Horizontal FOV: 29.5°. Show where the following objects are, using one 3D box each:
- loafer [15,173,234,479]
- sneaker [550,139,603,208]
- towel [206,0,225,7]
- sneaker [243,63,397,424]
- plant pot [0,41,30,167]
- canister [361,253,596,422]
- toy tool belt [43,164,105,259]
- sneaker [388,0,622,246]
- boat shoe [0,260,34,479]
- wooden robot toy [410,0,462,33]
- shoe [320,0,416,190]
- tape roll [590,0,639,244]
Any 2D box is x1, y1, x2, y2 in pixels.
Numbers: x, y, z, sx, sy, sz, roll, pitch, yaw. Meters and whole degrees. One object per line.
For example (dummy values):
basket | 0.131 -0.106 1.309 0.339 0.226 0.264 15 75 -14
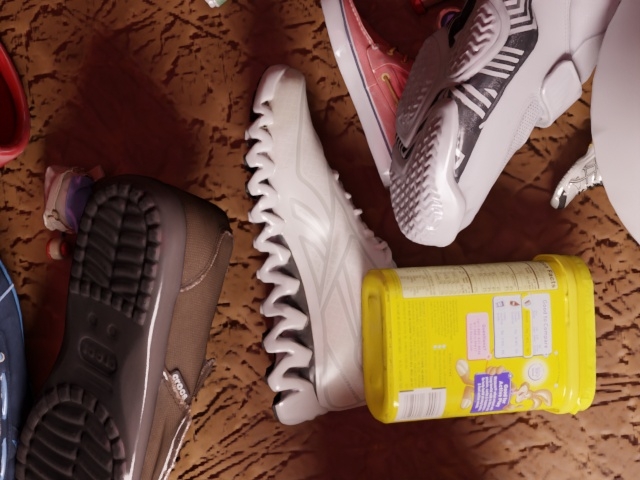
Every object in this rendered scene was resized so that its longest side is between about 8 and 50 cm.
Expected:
loafer | -0.143 0.123 0.995 0.134 0.130 0.365 32 113 34
sneaker | 0.222 -0.054 0.985 0.037 0.032 0.083 40 97 7
towel | -0.062 -0.286 1.038 0.152 0.023 0.113 -35 87 5
sneaker | 0.000 0.000 0.993 0.118 0.110 0.292 -7 96 0
plant pot | -0.365 -0.114 1.006 0.174 0.191 0.191 -27 86 17
canister | 0.121 0.076 0.947 0.170 0.073 0.126 -2 92 -17
toy tool belt | -0.210 -0.024 1.046 0.051 0.052 0.083 2 91 18
sneaker | 0.198 -0.147 0.905 0.210 0.137 0.365 19 95 -14
boat shoe | -0.289 0.097 1.001 0.109 0.089 0.258 -15 109 12
wooden robot toy | 0.106 -0.212 0.980 0.076 0.079 0.173 -24 86 8
shoe | 0.063 -0.135 0.998 0.081 0.063 0.178 -20 92 7
tape roll | 0.335 -0.091 0.833 0.286 0.100 0.286 -2 99 -15
